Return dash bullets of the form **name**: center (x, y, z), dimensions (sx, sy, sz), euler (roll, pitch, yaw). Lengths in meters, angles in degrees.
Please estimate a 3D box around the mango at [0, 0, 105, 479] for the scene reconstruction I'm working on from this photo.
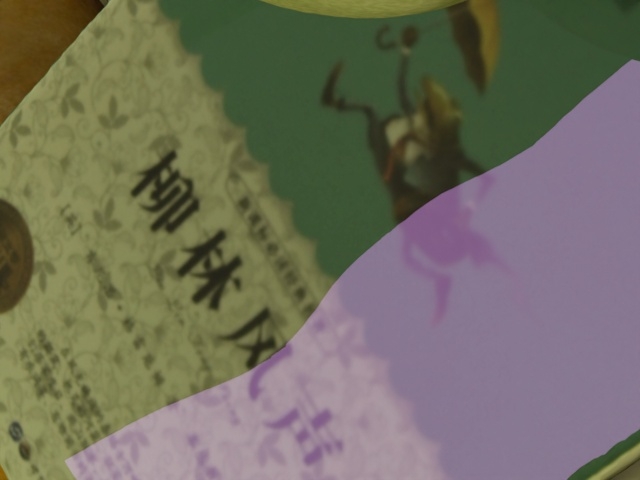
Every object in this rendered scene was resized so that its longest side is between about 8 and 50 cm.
- **mango**: center (-0.180, -0.034, 0.856), dimensions (0.384, 0.199, 0.221), euler (56, 147, 25)

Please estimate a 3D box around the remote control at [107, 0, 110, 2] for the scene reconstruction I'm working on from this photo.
- **remote control**: center (-0.053, -0.167, 0.730), dimensions (0.078, 0.042, 0.221), euler (61, 148, 16)

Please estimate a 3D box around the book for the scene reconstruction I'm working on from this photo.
- **book**: center (0.000, 0.000, 0.595), dimensions (0.379, 0.031, 0.264), euler (-43, 69, 29)

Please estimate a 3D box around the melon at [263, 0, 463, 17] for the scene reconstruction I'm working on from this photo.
- **melon**: center (-0.003, -0.212, 0.416), dimensions (0.272, 0.272, 0.308), euler (23, 119, 51)
